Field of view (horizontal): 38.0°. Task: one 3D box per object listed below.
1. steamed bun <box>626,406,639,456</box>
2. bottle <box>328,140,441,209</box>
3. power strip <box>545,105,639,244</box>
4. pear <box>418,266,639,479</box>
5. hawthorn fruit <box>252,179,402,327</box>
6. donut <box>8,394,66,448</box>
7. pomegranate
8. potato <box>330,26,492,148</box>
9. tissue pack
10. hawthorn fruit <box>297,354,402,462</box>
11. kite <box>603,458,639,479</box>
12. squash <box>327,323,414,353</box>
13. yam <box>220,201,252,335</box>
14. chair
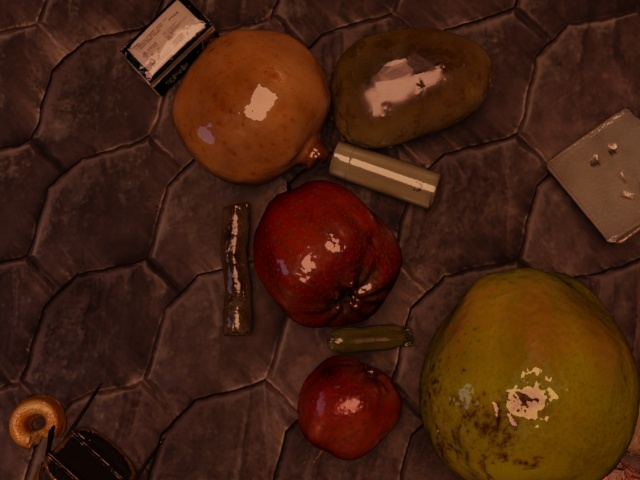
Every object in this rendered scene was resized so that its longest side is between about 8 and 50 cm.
[{"bbox_3d":[0.578,0.321,1.621,0.091,0.130,0.112,11,66,-25],"label":"steamed bun"},{"bbox_3d":[0.120,-0.123,1.738,0.201,0.072,0.072,19,85,7],"label":"bottle"},{"bbox_3d":[0.550,-0.113,1.703,0.198,0.064,0.213,-34,67,2],"label":"power strip"},{"bbox_3d":[0.342,0.225,1.536,0.391,0.391,0.391,-1,82,5],"label":"pear"},{"bbox_3d":[0.000,0.000,1.662,0.254,0.254,0.300,-23,54,2],"label":"hawthorn fruit"},{"bbox_3d":[-0.537,0.340,1.749,0.108,0.043,0.097,-27,82,-3],"label":"donut"},{"bbox_3d":[-0.125,-0.244,1.683,0.307,0.307,0.307,-1,82,5],"label":"pomegranate"},{"bbox_3d":[0.162,-0.283,1.706,0.307,0.173,0.210,-12,79,1],"label":"potato"},{"bbox_3d":[-0.291,-0.377,1.798,0.170,0.090,0.103,-43,81,-3],"label":"tissue pack"},{"bbox_3d":[0.042,0.309,1.639,0.179,0.179,0.200,25,95,8],"label":"hawthorn fruit"},{"bbox_3d":[0.515,0.423,1.663,0.222,0.008,0.125,-10,81,4],"label":"kite"},{"bbox_3d":[0.089,0.177,1.683,0.183,0.052,0.052,-2,80,-32],"label":"squash"},{"bbox_3d":[-0.158,0.052,1.745,0.061,0.061,0.252,-3,81,5],"label":"yam"},{"bbox_3d":[-0.424,0.416,1.677,0.159,0.172,0.247,39,130,8],"label":"chair"}]
